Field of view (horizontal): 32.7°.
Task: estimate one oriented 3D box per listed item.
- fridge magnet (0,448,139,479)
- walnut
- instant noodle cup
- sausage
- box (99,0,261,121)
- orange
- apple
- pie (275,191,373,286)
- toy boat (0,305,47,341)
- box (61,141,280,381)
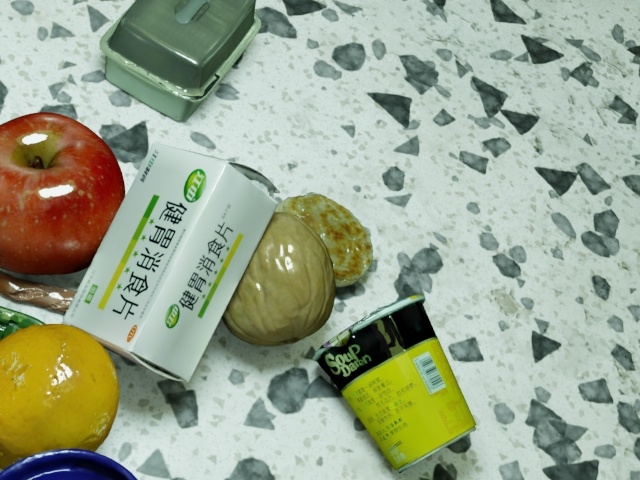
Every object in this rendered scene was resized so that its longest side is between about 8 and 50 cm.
[{"bbox_3d":[-0.340,0.405,1.429,0.265,0.113,0.265,-2,95,-23],"label":"fridge magnet"},{"bbox_3d":[-0.079,0.060,1.753,0.228,0.228,0.228,11,54,-15],"label":"walnut"},{"bbox_3d":[0.130,0.233,1.745,0.215,0.215,0.236,-21,74,-32],"label":"instant noodle cup"},{"bbox_3d":[-0.437,0.083,1.714,0.158,0.036,0.042,17,54,-11],"label":"sausage"},{"bbox_3d":[-0.255,-0.380,2.028,0.220,0.166,0.290,31,52,-1],"label":"box"},{"bbox_3d":[-0.387,0.223,1.529,0.219,0.193,0.219,-17,37,13],"label":"orange"},{"bbox_3d":[-0.435,-0.070,1.704,0.260,0.216,0.260,7,51,-8],"label":"apple"},{"bbox_3d":[0.000,0.000,1.911,0.193,0.079,0.163,42,39,1],"label":"pie"},{"bbox_3d":[-0.501,0.138,1.640,0.210,0.052,0.104,18,50,-8],"label":"toy boat"},{"bbox_3d":[-0.221,0.026,1.645,0.173,0.145,0.333,18,77,38],"label":"box"}]
